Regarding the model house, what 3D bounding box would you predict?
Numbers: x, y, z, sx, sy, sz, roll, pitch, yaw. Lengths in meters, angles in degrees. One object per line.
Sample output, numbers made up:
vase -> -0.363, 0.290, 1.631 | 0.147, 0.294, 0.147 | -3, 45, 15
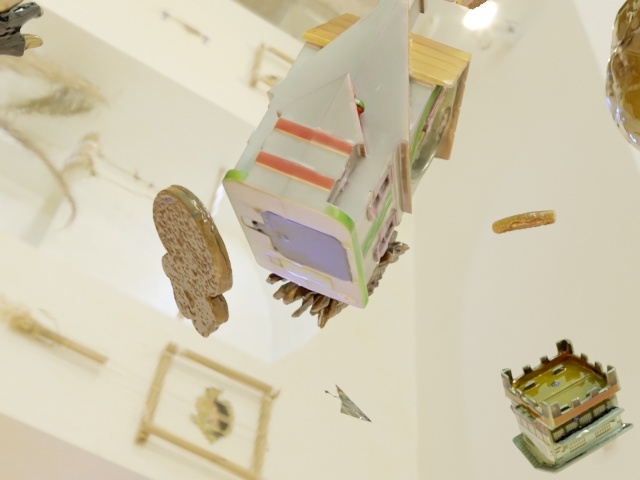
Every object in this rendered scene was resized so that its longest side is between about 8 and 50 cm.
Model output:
model house -> 0.537, 0.365, 2.090 | 0.224, 0.215, 0.198 | -26, -153, -16

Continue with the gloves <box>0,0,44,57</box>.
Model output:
gloves -> -0.572, -0.381, 1.511 | 0.197, 0.301, 0.152 | -20, -112, 41

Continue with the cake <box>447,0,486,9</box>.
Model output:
cake -> 0.298, -0.501, 1.685 | 0.295, 0.116, 0.112 | -22, -109, 61

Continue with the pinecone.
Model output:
pinecone -> 0.000, 0.000, 2.310 | 0.384, 0.384, 0.384 | -54, -163, 25

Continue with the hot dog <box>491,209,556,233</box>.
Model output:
hot dog -> 0.429, -0.039, 2.025 | 0.137, 0.044, 0.028 | -9, -139, 14

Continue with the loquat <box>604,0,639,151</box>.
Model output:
loquat -> 0.444, -0.186, 0.981 | 0.276, 0.284, 0.276 | 0, 90, -85

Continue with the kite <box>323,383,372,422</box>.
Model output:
kite -> 0.040, 0.239, 1.389 | 0.004, 0.090, 0.122 | -52, -166, 7

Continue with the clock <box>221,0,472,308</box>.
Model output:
clock -> 0.048, -0.118, 1.012 | 0.235, 0.166, 0.309 | 75, 39, -66

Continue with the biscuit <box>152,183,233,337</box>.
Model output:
biscuit -> -0.124, 0.019, 0.947 | 0.026, 0.124, 0.175 | -27, 143, -27
